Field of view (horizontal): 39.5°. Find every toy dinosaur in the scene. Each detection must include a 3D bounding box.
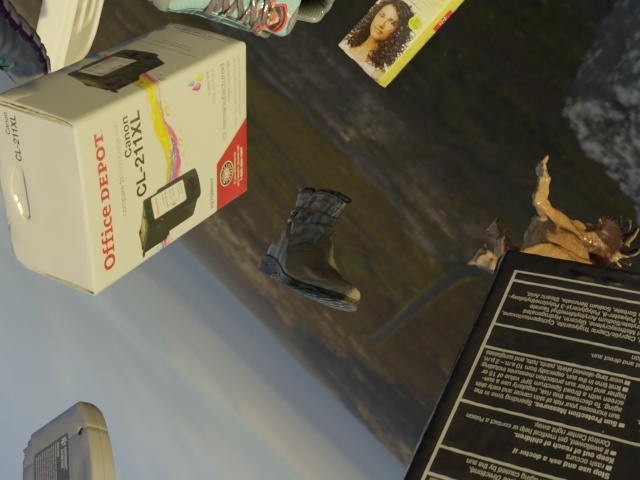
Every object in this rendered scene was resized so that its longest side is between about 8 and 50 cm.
[{"bbox_3d":[0.322,0.028,1.187,0.200,0.295,0.127,35,141,0],"label":"toy dinosaur"}]

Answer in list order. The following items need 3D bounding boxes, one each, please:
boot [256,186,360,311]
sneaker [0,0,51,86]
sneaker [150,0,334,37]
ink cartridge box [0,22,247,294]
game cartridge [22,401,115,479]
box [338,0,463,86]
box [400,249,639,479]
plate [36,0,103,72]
[{"bbox_3d":[0.000,0.000,1.288,0.083,0.161,0.246,28,178,-32],"label":"boot"},{"bbox_3d":[-0.376,-0.225,0.968,0.083,0.098,0.223,14,150,22],"label":"sneaker"},{"bbox_3d":[-0.077,-0.289,1.007,0.125,0.262,0.104,49,132,16],"label":"sneaker"},{"bbox_3d":[-0.129,-0.062,0.620,0.072,0.175,0.127,20,127,24],"label":"ink cartridge box"},{"bbox_3d":[-0.425,0.432,1.500,0.060,0.196,0.294,25,-141,-40],"label":"game cartridge"},{"bbox_3d":[0.137,-0.333,1.262,0.087,0.232,0.058,45,-167,12],"label":"box"},{"bbox_3d":[0.247,0.190,0.716,0.296,0.294,0.182,11,138,28],"label":"box"},{"bbox_3d":[-0.382,-0.373,1.397,0.045,0.277,0.278,19,-154,-8],"label":"plate"}]
